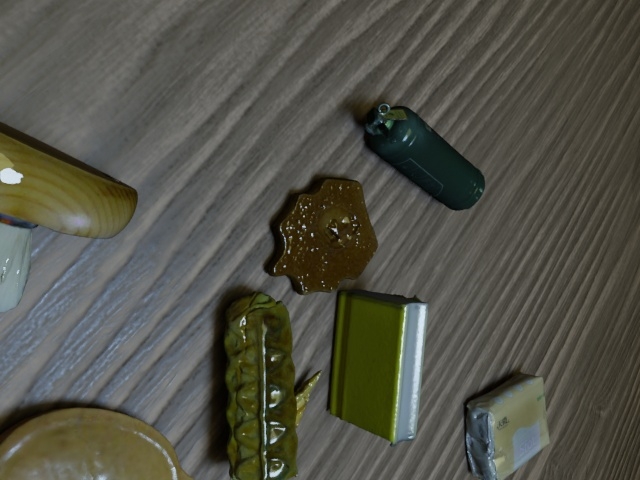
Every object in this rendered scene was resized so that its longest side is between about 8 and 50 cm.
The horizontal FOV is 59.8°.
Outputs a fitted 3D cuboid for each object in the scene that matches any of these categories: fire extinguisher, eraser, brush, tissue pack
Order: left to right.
[{"bbox_3d":[-0.314,-0.025,0.561,0.266,0.174,0.166,26,91,-55],"label":"brush"},{"bbox_3d":[0.091,0.194,0.909,0.069,0.158,0.226,4,92,-38],"label":"eraser"},{"bbox_3d":[0.176,-0.152,0.982,0.311,0.114,0.095,30,120,-37],"label":"fire extinguisher"},{"bbox_3d":[0.420,0.417,1.248,0.222,0.090,0.186,-13,100,-39],"label":"tissue pack"}]

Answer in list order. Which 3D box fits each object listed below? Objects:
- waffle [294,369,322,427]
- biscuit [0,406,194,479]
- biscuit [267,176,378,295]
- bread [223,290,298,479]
[{"bbox_3d":[-0.048,0.311,0.884,0.191,0.032,0.125,-33,112,-31],"label":"waffle"},{"bbox_3d":[-0.276,0.372,0.635,0.312,0.057,0.352,11,73,-44],"label":"biscuit"},{"bbox_3d":[-0.002,0.000,0.895,0.215,0.034,0.182,-30,112,-32],"label":"biscuit"},{"bbox_3d":[-0.086,0.207,0.791,0.087,0.098,0.270,22,65,-77],"label":"bread"}]
